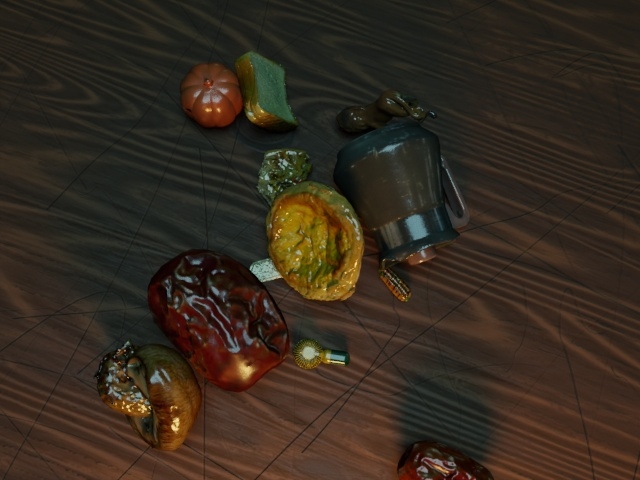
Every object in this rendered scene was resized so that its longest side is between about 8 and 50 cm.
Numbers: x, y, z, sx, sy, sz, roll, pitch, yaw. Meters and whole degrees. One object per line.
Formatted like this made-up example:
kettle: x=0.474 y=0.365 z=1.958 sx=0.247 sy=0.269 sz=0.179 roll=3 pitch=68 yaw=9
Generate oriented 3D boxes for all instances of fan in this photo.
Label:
fan: x=0.004 y=0.311 z=1.608 sx=0.155 sy=0.039 sz=0.082 roll=8 pitch=74 yaw=-2

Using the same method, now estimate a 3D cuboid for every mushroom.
mushroom: x=-0.414 y=0.365 z=1.460 sx=0.283 sy=0.263 sz=0.195 roll=47 pitch=53 yaw=-13

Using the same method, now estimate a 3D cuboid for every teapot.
teapot: x=0.244 y=-0.119 z=1.637 sx=0.376 sy=0.306 sz=0.361 roll=-16 pitch=85 yaw=-36

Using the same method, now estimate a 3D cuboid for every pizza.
pizza: x=-0.112 y=-0.172 z=1.715 sx=0.147 sy=0.069 sz=0.226 roll=18 pitch=75 yaw=-1

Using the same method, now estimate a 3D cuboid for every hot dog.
hot dog: x=0.211 y=0.120 z=1.674 sx=0.049 sy=0.037 sz=0.122 roll=-41 pitch=83 yaw=-16

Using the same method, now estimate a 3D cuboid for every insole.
insole: x=-0.079 y=0.067 z=1.682 sx=0.248 sy=0.011 sz=0.081 roll=-12 pitch=77 yaw=-7

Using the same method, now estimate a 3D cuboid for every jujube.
jujube: x=0.317 y=0.609 z=1.484 sx=0.250 sy=0.174 sz=0.174 roll=31 pitch=75 yaw=1
jujube: x=-0.254 y=0.194 z=1.500 sx=0.276 sy=0.276 sz=0.377 roll=-35 pitch=86 yaw=-12

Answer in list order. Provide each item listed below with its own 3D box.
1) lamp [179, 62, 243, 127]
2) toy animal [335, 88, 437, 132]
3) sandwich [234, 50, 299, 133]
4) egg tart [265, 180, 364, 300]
lamp: x=-0.316 y=-0.426 z=1.719 sx=0.188 sy=0.164 sz=0.187 roll=1 pitch=78 yaw=-3
toy animal: x=0.170 y=-0.362 z=1.692 sx=0.158 sy=0.312 sz=0.097 roll=16 pitch=72 yaw=-31
sandwich: x=-0.158 y=-0.433 z=1.732 sx=0.065 sy=0.186 sz=0.214 roll=-22 pitch=71 yaw=31
egg tart: x=-0.003 y=-0.002 z=1.589 sx=0.129 sy=0.341 sz=0.341 roll=-15 pitch=71 yaw=-53
